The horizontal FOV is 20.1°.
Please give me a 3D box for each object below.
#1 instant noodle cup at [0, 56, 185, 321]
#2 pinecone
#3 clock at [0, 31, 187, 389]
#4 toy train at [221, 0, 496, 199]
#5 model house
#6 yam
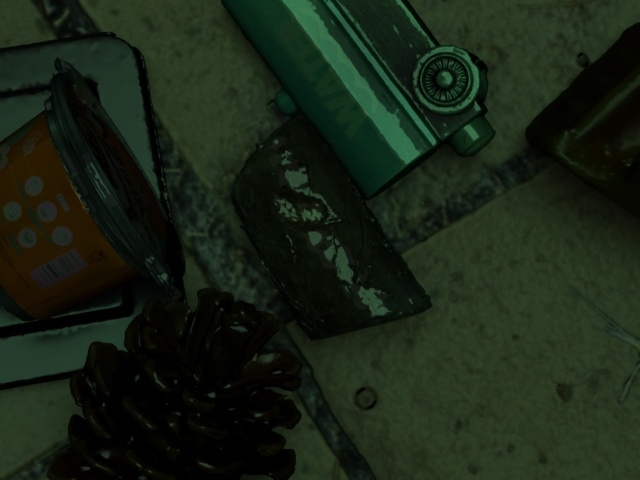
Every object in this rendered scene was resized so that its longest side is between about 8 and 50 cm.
[{"bbox_3d":[-0.197,-0.018,1.346,0.125,0.177,0.208,-30,50,6],"label":"instant noodle cup"},{"bbox_3d":[-0.101,0.131,1.358,0.185,0.168,0.212,-14,122,-43],"label":"pinecone"},{"bbox_3d":[-0.258,-0.018,1.440,0.279,0.049,0.273,-10,83,-6],"label":"clock"},{"bbox_3d":[0.029,-0.153,1.471,0.159,0.101,0.248,-36,85,7],"label":"toy train"},{"bbox_3d":[0.290,-0.089,1.419,0.239,0.268,0.173,-1,101,-4],"label":"model house"},{"bbox_3d":[0.000,0.000,1.433,0.107,0.107,0.183,-30,83,-9],"label":"yam"}]
